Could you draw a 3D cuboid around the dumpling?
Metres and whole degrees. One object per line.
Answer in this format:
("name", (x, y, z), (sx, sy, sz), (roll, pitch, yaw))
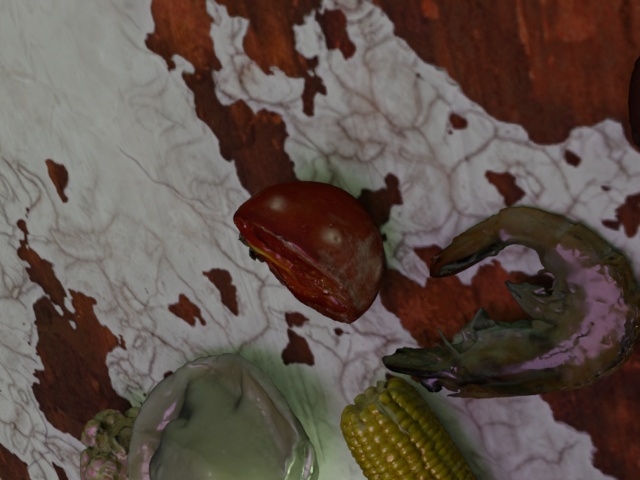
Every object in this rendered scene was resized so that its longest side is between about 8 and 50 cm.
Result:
("dumpling", (-0.127, 0.250, 1.153), (0.227, 0.243, 0.175), (44, 174, 23))

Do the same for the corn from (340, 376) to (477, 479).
("corn", (0.111, 0.249, 1.033), (0.093, 0.093, 0.244), (-28, 99, 44))

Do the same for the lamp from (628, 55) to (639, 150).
("lamp", (0.275, -0.080, 0.669), (0.135, 0.157, 0.156), (-39, 76, 26))

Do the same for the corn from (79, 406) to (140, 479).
("corn", (-0.251, 0.345, 1.357), (0.127, 0.126, 0.335), (31, 136, 18))

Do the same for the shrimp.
("shrimp", (0.155, 0.059, 0.910), (0.253, 0.058, 0.173), (-8, 104, 37))

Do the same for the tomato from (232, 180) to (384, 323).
("tomato", (0.000, 0.000, 0.966), (0.139, 0.091, 0.159), (28, 158, 33))
